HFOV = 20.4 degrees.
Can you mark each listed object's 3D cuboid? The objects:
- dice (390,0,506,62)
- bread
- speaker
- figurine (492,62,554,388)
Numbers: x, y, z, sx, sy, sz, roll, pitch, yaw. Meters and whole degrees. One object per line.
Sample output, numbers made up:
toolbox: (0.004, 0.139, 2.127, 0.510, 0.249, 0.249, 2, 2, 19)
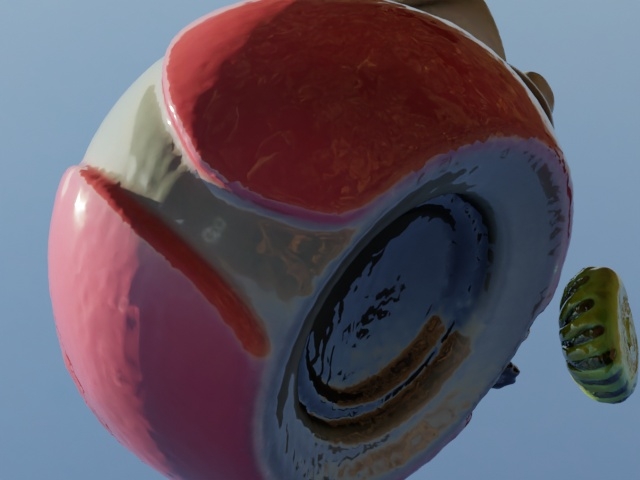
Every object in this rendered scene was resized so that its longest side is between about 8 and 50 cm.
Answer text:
dice: (0.046, -0.131, 1.581, 0.192, 0.194, 0.193, -15, -158, -21)
bread: (0.283, 0.098, 1.821, 0.071, 0.139, 0.130, -11, -133, 18)
speaker: (0.000, 0.000, 0.975, 0.294, 0.294, 0.294, 18, -158, -8)
figurine: (0.177, -0.038, 1.887, 0.218, 0.206, 0.365, 46, -157, -52)
